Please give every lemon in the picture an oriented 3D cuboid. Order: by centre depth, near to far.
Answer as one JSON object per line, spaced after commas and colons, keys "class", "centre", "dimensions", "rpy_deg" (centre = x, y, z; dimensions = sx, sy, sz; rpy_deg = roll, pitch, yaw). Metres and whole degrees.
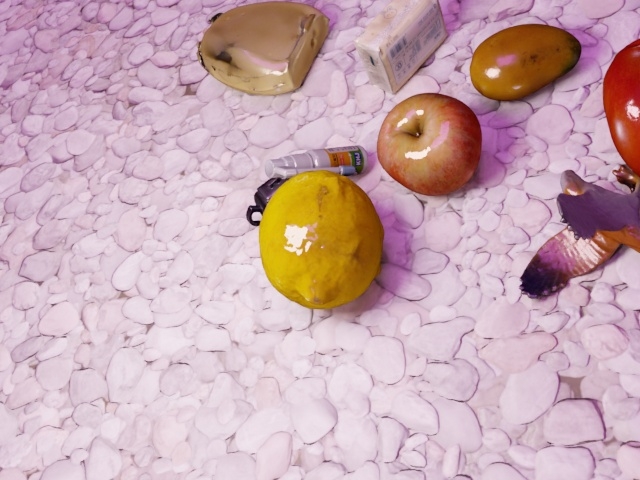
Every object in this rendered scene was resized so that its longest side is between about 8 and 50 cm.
{"class": "lemon", "centre": [0.000, 0.000, 1.552], "dimensions": [0.233, 0.233, 0.288], "rpy_deg": [-14, 48, 14]}

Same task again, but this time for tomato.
{"class": "tomato", "centre": [0.621, -0.216, 1.420], "dimensions": [0.298, 0.226, 0.299], "rpy_deg": [-7, 40, 6]}

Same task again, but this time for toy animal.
{"class": "toy animal", "centre": [0.517, -0.012, 1.406], "dimensions": [0.284, 0.225, 0.302], "rpy_deg": [22, 56, 13]}

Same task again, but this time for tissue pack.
{"class": "tissue pack", "centre": [0.175, -0.434, 1.814], "dimensions": [0.092, 0.148, 0.196], "rpy_deg": [34, 75, 35]}

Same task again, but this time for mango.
{"class": "mango", "centre": [0.402, -0.361, 1.689], "dimensions": [0.221, 0.120, 0.152], "rpy_deg": [-26, 55, -3]}

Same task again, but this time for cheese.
{"class": "cheese", "centre": [-0.153, -0.455, 1.990], "dimensions": [0.315, 0.128, 0.260], "rpy_deg": [12, 56, 23]}

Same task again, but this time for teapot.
{"class": "teapot", "centre": [-0.079, -0.095, 1.728], "dimensions": [0.177, 0.096, 0.087], "rpy_deg": [-37, 52, -3]}

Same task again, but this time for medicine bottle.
{"class": "medicine bottle", "centre": [0.001, -0.146, 1.669], "dimensions": [0.220, 0.061, 0.092], "rpy_deg": [-9, 20, -33]}

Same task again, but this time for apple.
{"class": "apple", "centre": [0.209, -0.183, 1.626], "dimensions": [0.209, 0.164, 0.210], "rpy_deg": [-15, 59, 26]}
